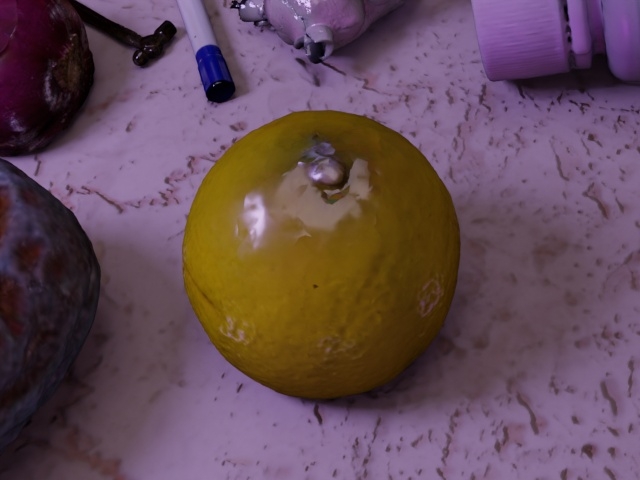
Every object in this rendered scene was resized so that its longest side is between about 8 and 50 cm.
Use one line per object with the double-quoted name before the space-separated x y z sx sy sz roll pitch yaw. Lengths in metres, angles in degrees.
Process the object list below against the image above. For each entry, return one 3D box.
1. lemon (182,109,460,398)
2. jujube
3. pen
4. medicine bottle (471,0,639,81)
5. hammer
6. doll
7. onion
"lemon" 0.000 0.000 1.064 0.240 0.219 0.240 -1 54 1
"jujube" -0.326 0.064 1.053 0.246 0.215 0.308 11 54 14
"pen" -0.141 -0.251 1.390 0.033 0.033 0.269 -17 52 -6
"medicine bottle" 0.299 -0.274 1.225 0.302 0.241 0.241 -8 52 12
"hammer" -0.240 -0.244 1.405 0.178 0.021 0.065 28 60 28
"doll" 0.017 -0.264 1.343 0.192 0.095 0.149 -31 50 -15
"onion" -0.354 -0.190 1.312 0.218 0.140 0.195 7 61 16
